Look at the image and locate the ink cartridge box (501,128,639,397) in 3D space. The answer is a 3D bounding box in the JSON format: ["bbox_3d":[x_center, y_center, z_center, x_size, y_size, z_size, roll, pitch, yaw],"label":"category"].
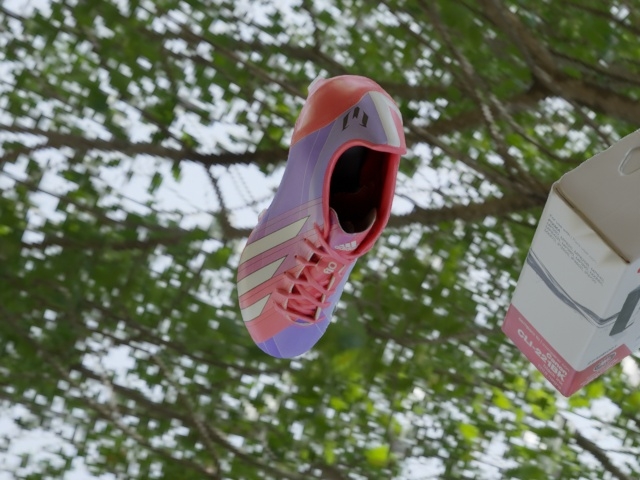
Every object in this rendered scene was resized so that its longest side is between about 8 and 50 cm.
[{"bbox_3d":[0.314,0.013,1.388,0.197,0.273,0.114,-30,-117,-22],"label":"ink cartridge box"}]

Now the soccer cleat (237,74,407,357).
[{"bbox_3d":[0.000,0.000,0.954,0.095,0.083,0.248,-115,-144,-48],"label":"soccer cleat"}]
